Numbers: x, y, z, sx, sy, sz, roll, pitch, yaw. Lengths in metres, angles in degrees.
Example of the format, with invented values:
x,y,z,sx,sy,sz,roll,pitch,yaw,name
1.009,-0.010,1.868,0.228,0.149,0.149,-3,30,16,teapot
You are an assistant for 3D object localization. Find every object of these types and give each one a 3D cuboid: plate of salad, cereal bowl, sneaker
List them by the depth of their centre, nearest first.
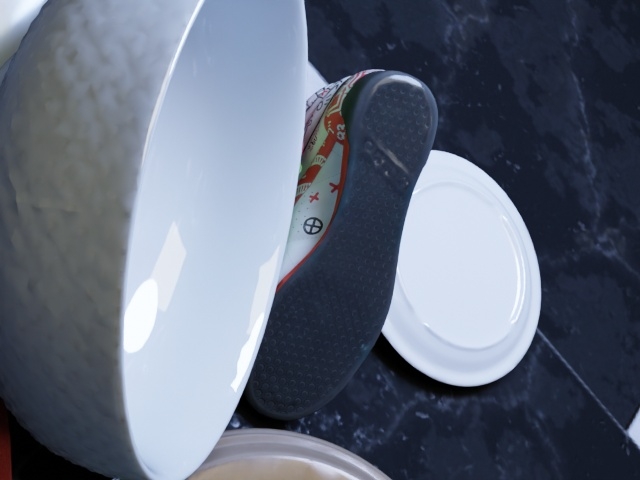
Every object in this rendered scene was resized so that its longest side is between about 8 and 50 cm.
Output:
x,y,z,sx,sy,sz,roll,pitch,yaw,name
-0.119,-0.027,0.976,0.141,0.339,0.339,10,48,13,cereal bowl
0.001,0.000,1.228,0.090,0.145,0.270,21,89,-18,sneaker
0.102,0.024,1.332,0.200,0.048,0.199,12,69,-34,plate of salad

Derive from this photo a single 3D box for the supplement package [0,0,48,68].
x,y,z,sx,sy,sz,roll,pitch,yaw,name
-0.292,-0.153,0.996,0.203,0.149,0.194,34,63,-19,supplement package

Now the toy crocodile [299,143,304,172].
x,y,z,sx,sy,sz,roll,pitch,yaw,name
-0.060,-0.137,1.234,0.105,0.115,0.340,11,59,-31,toy crocodile

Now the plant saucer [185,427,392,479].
x,y,z,sx,sy,sz,roll,pitch,yaw,name
-0.032,0.251,1.015,0.278,0.041,0.277,5,71,-16,plant saucer

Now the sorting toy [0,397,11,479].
x,y,z,sx,sy,sz,roll,pitch,yaw,name
-0.233,0.257,0.887,0.126,0.127,0.365,2,60,-14,sorting toy
